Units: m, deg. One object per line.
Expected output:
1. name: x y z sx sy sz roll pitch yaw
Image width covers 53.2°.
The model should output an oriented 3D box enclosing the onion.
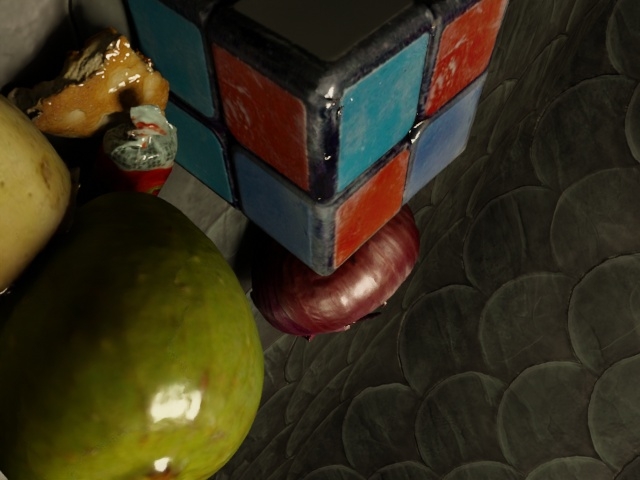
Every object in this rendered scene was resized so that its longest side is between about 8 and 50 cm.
1. onion: 0.000 0.000 1.150 0.348 0.347 0.285 -48 115 -12

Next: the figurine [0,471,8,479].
1. figurine: -0.492 0.339 0.924 0.143 0.068 0.101 -31 165 -41

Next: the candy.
1. candy: -0.231 -0.075 0.764 0.086 0.059 0.292 -13 159 -38

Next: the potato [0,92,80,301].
1. potato: -0.350 -0.042 0.492 0.285 0.242 0.243 -36 153 -17

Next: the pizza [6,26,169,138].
1. pizza: -0.235 -0.165 0.677 0.182 0.063 0.161 -17 165 -41

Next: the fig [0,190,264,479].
1. fig: -0.191 0.089 0.623 0.257 0.327 0.258 -10 145 -7

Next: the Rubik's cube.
1. Rubik's cube: -0.003 -0.208 0.770 0.313 0.316 0.318 -41 153 -25
